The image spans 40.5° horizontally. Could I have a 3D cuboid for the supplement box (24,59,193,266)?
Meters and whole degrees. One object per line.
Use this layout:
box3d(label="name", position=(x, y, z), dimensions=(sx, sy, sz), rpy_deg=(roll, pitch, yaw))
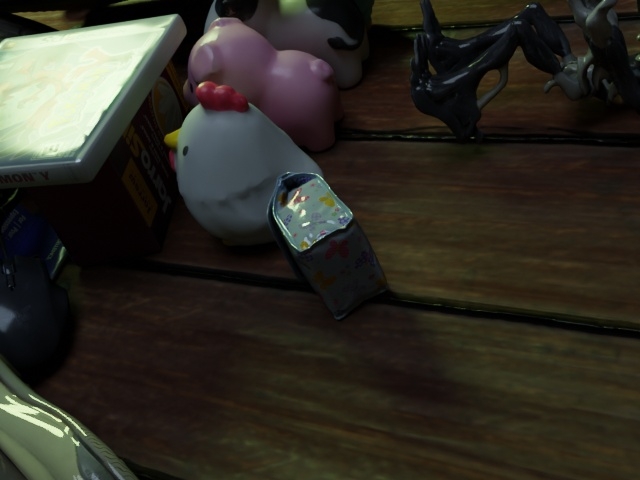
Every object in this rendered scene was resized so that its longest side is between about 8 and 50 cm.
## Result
box3d(label="supplement box", position=(-0.172, -0.082, 0.735), dimensions=(0.080, 0.104, 0.188), rpy_deg=(-10, 40, 14))

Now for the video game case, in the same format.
box3d(label="video game case", position=(-0.221, -0.111, 0.687), dimensions=(0.183, 0.023, 0.201), rpy_deg=(-2, 43, 20))

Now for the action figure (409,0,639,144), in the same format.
box3d(label="action figure", position=(0.199, -0.152, 0.598), dimensions=(0.275, 0.141, 0.164), rpy_deg=(-7, 29, 23))

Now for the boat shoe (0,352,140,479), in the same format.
box3d(label="boat shoe", position=(-0.212, 0.129, 0.488), dimensions=(0.355, 0.132, 0.130), rpy_deg=(21, 56, 44))

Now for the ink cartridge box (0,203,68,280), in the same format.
box3d(label="ink cartridge box", position=(-0.397, 0.033, 0.758), dimensions=(0.370, 0.069, 0.176), rpy_deg=(-4, 41, 20))

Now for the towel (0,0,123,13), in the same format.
box3d(label="towel", position=(-0.213, -0.303, 0.961), dimensions=(0.370, 0.040, 0.271), rpy_deg=(-4, 13, 30))

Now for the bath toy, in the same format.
box3d(label="bath toy", position=(-0.049, -0.147, 0.729), dimensions=(0.151, 0.129, 0.348), rpy_deg=(-8, 41, 20))

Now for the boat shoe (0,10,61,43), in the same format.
box3d(label="boat shoe", position=(-0.342, -0.154, 0.893), dimensions=(0.123, 0.117, 0.324), rpy_deg=(25, 25, -2))

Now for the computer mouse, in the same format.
box3d(label="computer mouse", position=(-0.246, 0.005, 0.680), dimensions=(0.071, 0.041, 0.242), rpy_deg=(-13, 47, -20))

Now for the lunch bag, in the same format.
box3d(label="lunch bag", position=(0.000, 0.000, 0.576), dimensions=(0.053, 0.071, 0.083), rpy_deg=(-31, 40, -2))
